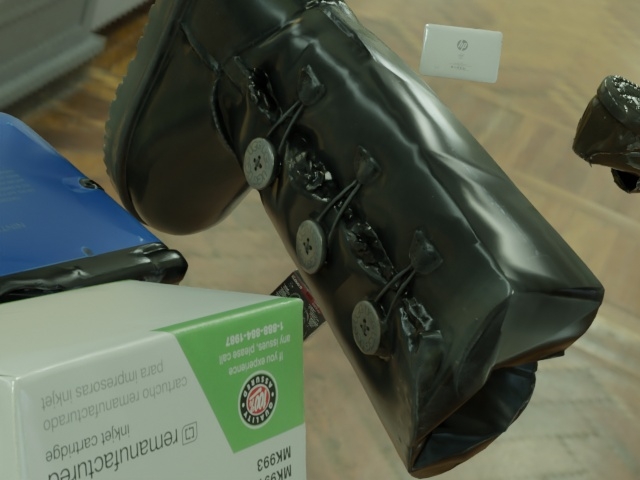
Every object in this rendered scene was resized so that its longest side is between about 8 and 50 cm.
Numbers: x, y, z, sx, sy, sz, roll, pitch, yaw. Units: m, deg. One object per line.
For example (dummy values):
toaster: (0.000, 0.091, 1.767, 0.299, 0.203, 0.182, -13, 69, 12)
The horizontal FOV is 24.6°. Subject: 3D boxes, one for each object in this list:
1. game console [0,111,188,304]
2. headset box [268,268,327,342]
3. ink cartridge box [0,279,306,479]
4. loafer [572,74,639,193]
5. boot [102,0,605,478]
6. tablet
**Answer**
game console: (-0.222, 0.070, 0.809, 0.250, 0.173, 0.293, 39, 25, 20)
headset box: (-0.017, 0.066, 1.539, 0.062, 0.083, 0.032, 52, 43, 8)
ink cartridge box: (-0.079, 0.130, 0.511, 0.093, 0.212, 0.154, 5, 9, 33)
loafer: (0.287, -0.079, 1.285, 0.220, 0.078, 0.080, 22, 33, -44)
boot: (0.000, -0.001, 1.160, 0.146, 0.367, 0.445, -20, 57, -30)
tablet: (0.148, -0.196, 1.540, 0.083, 0.054, 0.006, 6, 9, -6)
